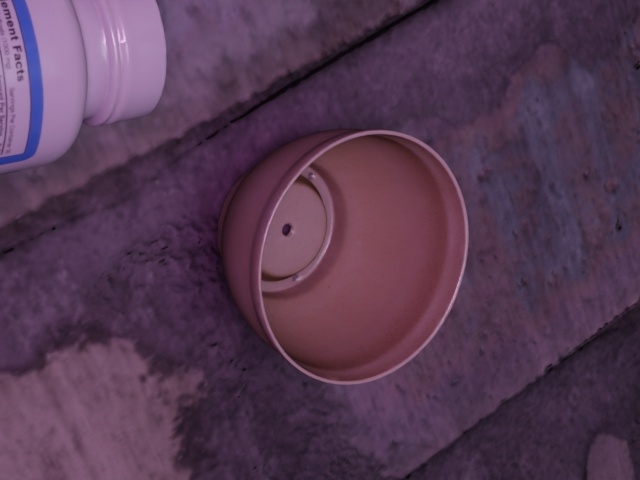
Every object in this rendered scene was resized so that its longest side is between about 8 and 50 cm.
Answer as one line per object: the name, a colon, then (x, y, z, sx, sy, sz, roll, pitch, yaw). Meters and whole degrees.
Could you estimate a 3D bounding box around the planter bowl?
planter bowl: (0.000, 0.000, 0.894, 0.162, 0.109, 0.162, -11, 109, -33)

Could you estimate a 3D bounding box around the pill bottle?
pill bottle: (-0.199, -0.091, 0.721, 0.221, 0.124, 0.124, -14, 110, -33)
